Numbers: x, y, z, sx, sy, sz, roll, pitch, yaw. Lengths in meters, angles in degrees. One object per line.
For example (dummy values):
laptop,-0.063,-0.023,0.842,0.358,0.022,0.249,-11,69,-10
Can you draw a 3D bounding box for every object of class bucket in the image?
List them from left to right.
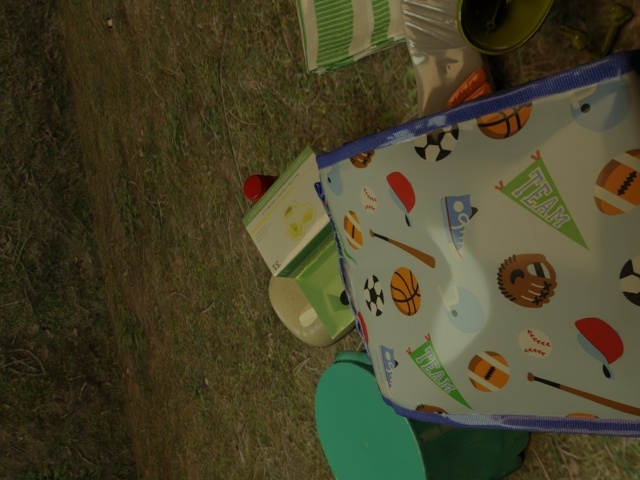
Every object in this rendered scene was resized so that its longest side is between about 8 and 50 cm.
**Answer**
bucket,0.132,0.261,0.933,0.281,0.183,0.281,24,121,49

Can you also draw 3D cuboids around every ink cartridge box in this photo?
ink cartridge box,0.000,0.001,0.946,0.171,0.056,0.235,-46,58,22

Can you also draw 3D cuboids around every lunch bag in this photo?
lunch bag,0.186,0.012,0.676,0.386,0.239,0.327,-14,95,40

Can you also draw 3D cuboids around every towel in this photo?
towel,0.060,-0.389,0.929,0.325,0.038,0.247,-2,100,55

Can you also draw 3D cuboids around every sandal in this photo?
sandal,0.170,-0.204,0.800,0.102,0.076,0.265,-6,111,26

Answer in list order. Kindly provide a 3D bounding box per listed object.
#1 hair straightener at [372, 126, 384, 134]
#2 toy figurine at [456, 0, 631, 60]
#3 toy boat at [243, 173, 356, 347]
hair straightener,0.113,-0.056,0.927,0.047,0.089,0.230,54,-166,-79
toy figurine,0.243,-0.387,0.625,0.217,0.191,0.362,-94,11,-45
toy boat,0.000,0.000,1.071,0.267,0.148,0.318,-51,58,20
